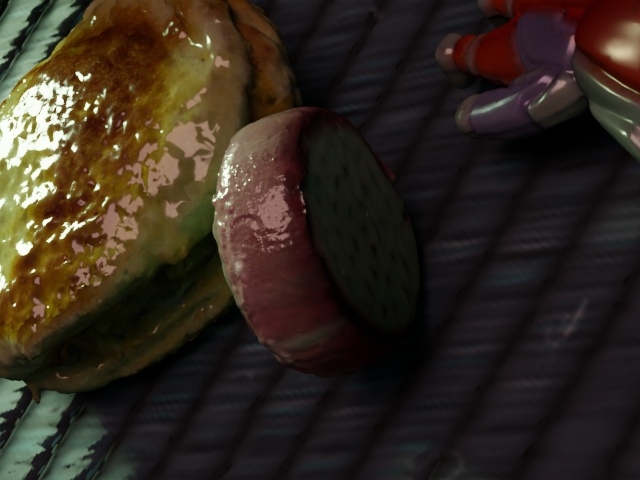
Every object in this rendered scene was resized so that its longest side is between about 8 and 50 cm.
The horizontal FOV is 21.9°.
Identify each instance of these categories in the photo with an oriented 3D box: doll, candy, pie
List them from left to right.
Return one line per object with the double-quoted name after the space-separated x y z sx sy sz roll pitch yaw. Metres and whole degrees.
-0.098 -0.031 0.732 0.205 0.084 0.179 -44 47 13 "pie"
0.000 0.000 0.627 0.043 0.103 0.103 -17 56 27 "candy"
0.127 -0.068 0.585 0.227 0.075 0.102 13 64 51 "doll"
